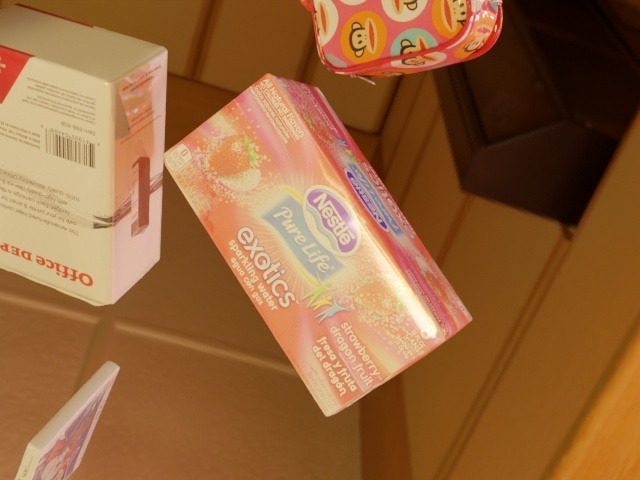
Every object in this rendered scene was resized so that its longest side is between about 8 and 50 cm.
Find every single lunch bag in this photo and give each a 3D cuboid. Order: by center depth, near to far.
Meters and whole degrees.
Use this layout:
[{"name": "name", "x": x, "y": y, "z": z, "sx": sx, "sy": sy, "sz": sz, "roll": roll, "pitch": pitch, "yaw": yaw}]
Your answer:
[{"name": "lunch bag", "x": 0.073, "y": -0.341, "z": 1.218, "sx": 0.258, "sy": 0.293, "sz": 0.120, "roll": -7, "pitch": 180, "yaw": 35}]

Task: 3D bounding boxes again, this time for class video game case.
[{"name": "video game case", "x": -0.325, "y": 0.265, "z": 1.266, "sx": 0.023, "sy": 0.183, "sz": 0.201, "roll": 29, "pitch": -153, "yaw": 4}]

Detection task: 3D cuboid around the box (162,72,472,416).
[{"name": "box", "x": 0.000, "y": 0.000, "z": 1.012, "sx": 0.300, "sy": 0.142, "sz": 0.154, "roll": 57, "pitch": -163, "yaw": 8}]

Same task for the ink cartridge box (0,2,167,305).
[{"name": "ink cartridge box", "x": -0.279, "y": -0.091, "z": 1.112, "sx": 0.197, "sy": 0.273, "sz": 0.114, "roll": 19, "pitch": -146, "yaw": 17}]
